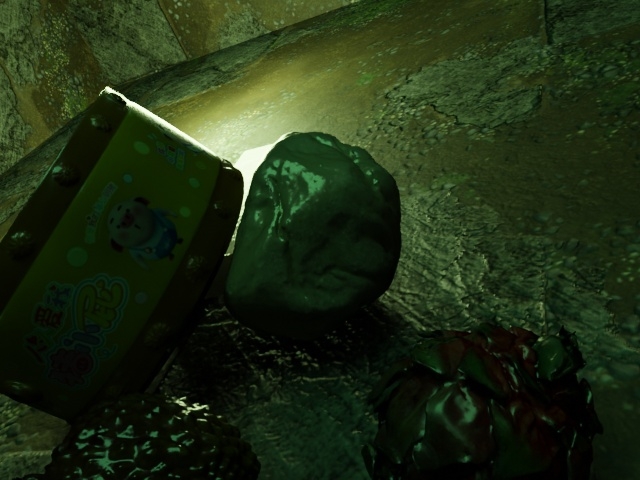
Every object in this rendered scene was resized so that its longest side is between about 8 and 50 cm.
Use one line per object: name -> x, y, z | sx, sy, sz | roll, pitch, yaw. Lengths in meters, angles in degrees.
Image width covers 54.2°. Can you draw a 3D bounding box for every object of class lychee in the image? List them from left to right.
lychee -> -0.176, 0.237, 0.594 | 0.238, 0.200, 0.200 | -3, 30, -3

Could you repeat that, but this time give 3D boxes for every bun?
bun -> -0.002, 0.005, 0.798 | 0.204, 0.282, 0.282 | 15, 37, 1

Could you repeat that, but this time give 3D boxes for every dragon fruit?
dragon fruit -> 0.126, 0.155, 0.519 | 0.188, 0.182, 0.182 | -5, 30, -3

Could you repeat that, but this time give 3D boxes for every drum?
drum -> -0.301, 0.021, 0.843 | 0.431, 0.214, 0.431 | -46, 25, 29

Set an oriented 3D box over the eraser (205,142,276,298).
eraser -> -0.138, -0.052, 1.145 | 0.213, 0.082, 0.397 | -9, 33, 25
